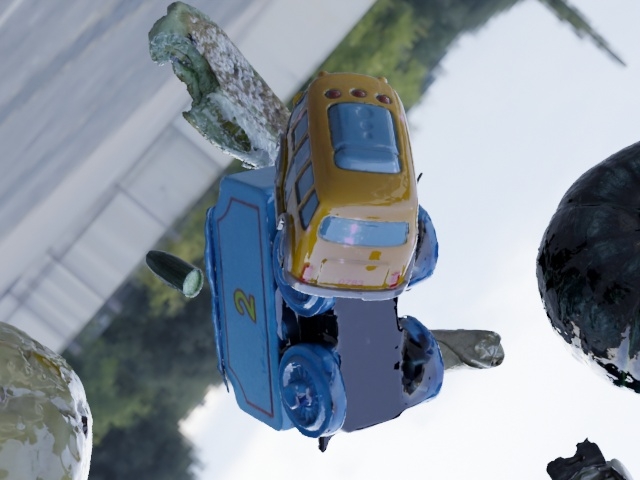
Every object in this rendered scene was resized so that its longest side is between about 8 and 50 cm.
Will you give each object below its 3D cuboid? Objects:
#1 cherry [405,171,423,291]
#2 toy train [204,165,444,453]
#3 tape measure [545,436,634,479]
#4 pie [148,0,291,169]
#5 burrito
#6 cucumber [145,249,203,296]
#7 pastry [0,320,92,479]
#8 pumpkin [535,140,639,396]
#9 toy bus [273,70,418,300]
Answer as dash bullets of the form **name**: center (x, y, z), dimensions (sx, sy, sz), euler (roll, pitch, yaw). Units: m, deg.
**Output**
- **cherry**: center (0.000, 0.000, 1.879), dimensions (0.175, 0.250, 0.192), euler (-147, -121, -72)
- **toy train**: center (-0.002, 0.073, 1.630), dimensions (0.188, 0.300, 0.265), euler (-15, -160, -32)
- **tape measure**: center (0.370, 0.410, 1.748), dimensions (0.133, 0.271, 0.231), euler (-24, -151, 3)
- **pie**: center (-0.132, -0.209, 2.059), dimensions (0.067, 0.302, 0.302), euler (-35, -170, 16)
- **burrito**: center (0.176, 0.178, 2.256), dimensions (0.275, 0.059, 0.082), euler (-9, -105, 52)
- **cucumber**: center (-0.237, 0.047, 2.298), dimensions (0.048, 0.105, 0.048), euler (-42, 148, -34)
- **pastry**: center (-0.418, 0.270, 1.621), dimensions (0.388, 0.313, 0.388), euler (-175, -90, -85)
- **pumpkin**: center (0.401, 0.037, 1.647), dimensions (0.315, 0.315, 0.238), euler (-51, 155, -14)
- **toy bus**: center (0.027, -0.059, 1.363), dimensions (0.136, 0.126, 0.209), euler (107, -17, -47)
